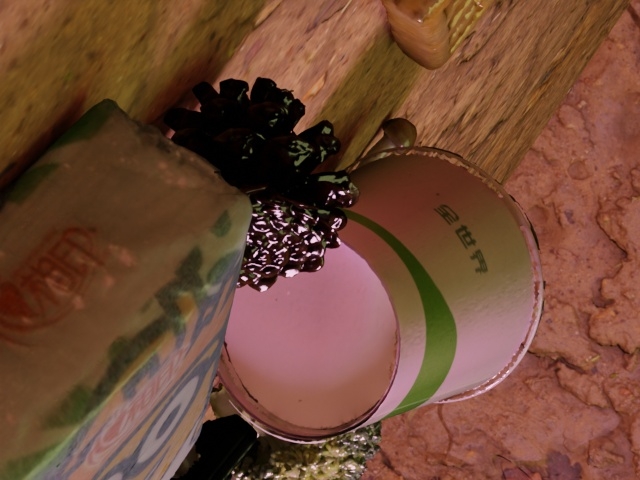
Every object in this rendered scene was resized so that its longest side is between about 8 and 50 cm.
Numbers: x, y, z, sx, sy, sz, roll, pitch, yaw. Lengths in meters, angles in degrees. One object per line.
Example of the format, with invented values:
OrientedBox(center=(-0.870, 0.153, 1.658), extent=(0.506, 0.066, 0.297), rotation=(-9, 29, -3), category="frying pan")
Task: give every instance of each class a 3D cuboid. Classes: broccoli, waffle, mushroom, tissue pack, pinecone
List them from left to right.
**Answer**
OrientedBox(center=(-0.157, 0.094, 1.067), extent=(0.228, 0.128, 0.311), rotation=(-50, 170, -28), category="tissue pack")
OrientedBox(center=(-0.045, -0.038, 1.178), extent=(0.140, 0.140, 0.120), rotation=(112, -28, -60), category="pinecone")
OrientedBox(center=(-0.030, 0.183, 2.012), extent=(0.176, 0.226, 0.198), rotation=(27, 87, -63), category="broccoli")
OrientedBox(center=(0.002, 0.002, 1.956), extent=(0.306, 0.043, 0.068), rotation=(-55, 153, 16), category="mushroom")
OrientedBox(center=(0.136, -0.254, 1.576), extent=(0.221, 0.055, 0.248), rotation=(-55, 172, 0), category="waffle")

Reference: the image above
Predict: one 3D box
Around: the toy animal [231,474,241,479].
OrientedBox(center=(-0.069, 0.321, 2.447), extent=(0.204, 0.156, 0.208), rotation=(-56, -171, -10), category="toy animal")

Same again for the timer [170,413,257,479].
OrientedBox(center=(-0.138, 0.244, 1.896), extent=(0.144, 0.055, 0.187), rotation=(-51, -170, -22), category="timer")

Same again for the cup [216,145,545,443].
OrientedBox(center=(0.043, 0.056, 1.717), extent=(0.253, 0.253, 0.274), rotation=(-58, 165, 23), category="cup")

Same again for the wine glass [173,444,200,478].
OrientedBox(center=(-0.183, 0.230, 1.721), extent=(0.066, 0.066, 0.198), rotation=(-59, 170, 31), category="wine glass")
